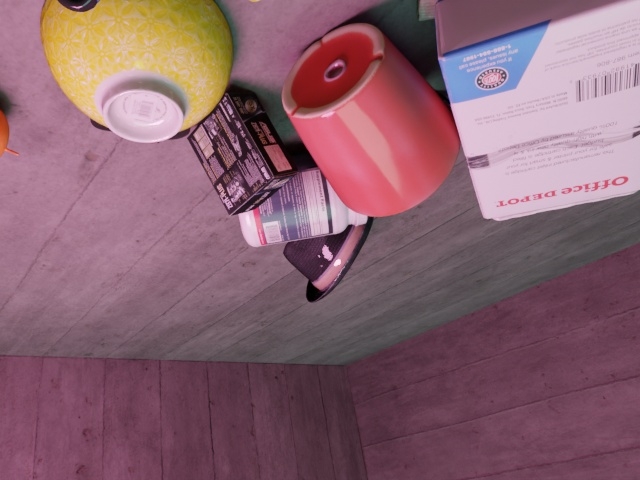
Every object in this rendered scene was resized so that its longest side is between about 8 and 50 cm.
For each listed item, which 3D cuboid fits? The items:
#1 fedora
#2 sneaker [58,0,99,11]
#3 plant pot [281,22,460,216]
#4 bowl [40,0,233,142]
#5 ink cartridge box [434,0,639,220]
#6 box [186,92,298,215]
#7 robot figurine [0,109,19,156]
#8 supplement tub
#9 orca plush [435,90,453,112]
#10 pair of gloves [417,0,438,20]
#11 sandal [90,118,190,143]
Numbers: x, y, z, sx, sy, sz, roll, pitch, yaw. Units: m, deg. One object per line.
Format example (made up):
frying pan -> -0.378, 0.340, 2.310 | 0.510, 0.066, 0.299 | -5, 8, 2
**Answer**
fedora -> 0.000, 0.000, 1.312 | 0.152, 0.334, 0.334 | 29, 142, -9
sneaker -> -0.293, -0.386, 0.493 | 0.129, 0.147, 0.330 | -12, 147, 2
plant pot -> 0.079, -0.217, 0.874 | 0.274, 0.275, 0.243 | -23, 141, 23
bowl -> -0.275, -0.248, 0.772 | 0.289, 0.156, 0.289 | -8, 154, -4
ink cartridge box -> 0.378, -0.233, 0.838 | 0.285, 0.166, 0.395 | -11, 141, 21
box -> -0.149, -0.162, 0.946 | 0.147, 0.180, 0.077 | -35, 172, 38
robot figurine -> -0.604, -0.188, 0.792 | 0.158, 0.128, 0.219 | -27, 150, 28
supplement tub -> -0.045, -0.098, 1.114 | 0.272, 0.191, 0.191 | -10, 154, -3
orca plush -> 0.201, -0.195, 1.115 | 0.151, 0.102, 0.287 | 9, 147, -35
pair of gloves -> 0.261, -0.430, 0.744 | 0.204, 0.042, 0.240 | -7, 152, -8
sandal -> -0.340, -0.210, 0.948 | 0.179, 0.040, 0.067 | 1, 151, -23
